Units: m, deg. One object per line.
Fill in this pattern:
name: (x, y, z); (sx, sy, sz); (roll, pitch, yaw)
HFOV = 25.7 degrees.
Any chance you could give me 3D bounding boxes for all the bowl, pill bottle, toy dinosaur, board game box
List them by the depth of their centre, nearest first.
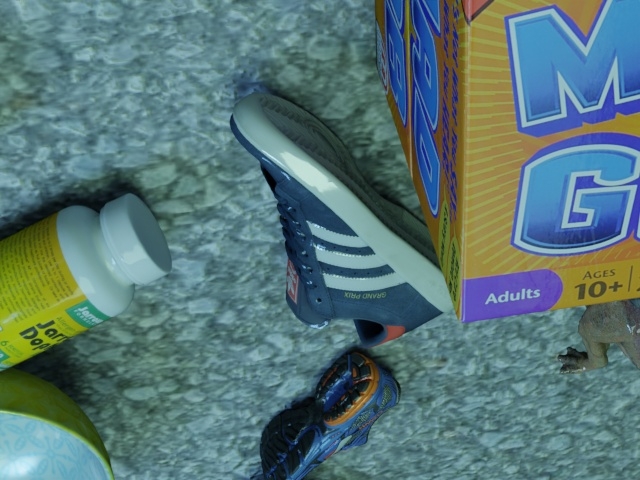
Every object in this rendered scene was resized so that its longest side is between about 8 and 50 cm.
board game box: (0.243, -0.204, 1.099); (0.356, 0.356, 0.356); (-8, 132, -4)
pill bottle: (-0.256, 0.037, 1.368); (0.208, 0.117, 0.117); (-26, 131, 10)
toy dinosaur: (0.301, 0.034, 1.416); (0.127, 0.295, 0.200); (-23, 178, -24)
bowl: (-0.364, 0.219, 1.480); (0.289, 0.156, 0.289); (-6, 131, -7)

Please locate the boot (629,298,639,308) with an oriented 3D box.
boot: (0.368, -0.043, 1.324); (0.118, 0.338, 0.222); (-11, 128, 42)

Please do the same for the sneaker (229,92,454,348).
sneaker: (0.000, 0.000, 1.379); (0.148, 0.131, 0.350); (-36, 129, 14)

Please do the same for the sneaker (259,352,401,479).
sneaker: (0.011, 0.221, 1.616); (0.087, 0.083, 0.221); (21, 128, -37)
